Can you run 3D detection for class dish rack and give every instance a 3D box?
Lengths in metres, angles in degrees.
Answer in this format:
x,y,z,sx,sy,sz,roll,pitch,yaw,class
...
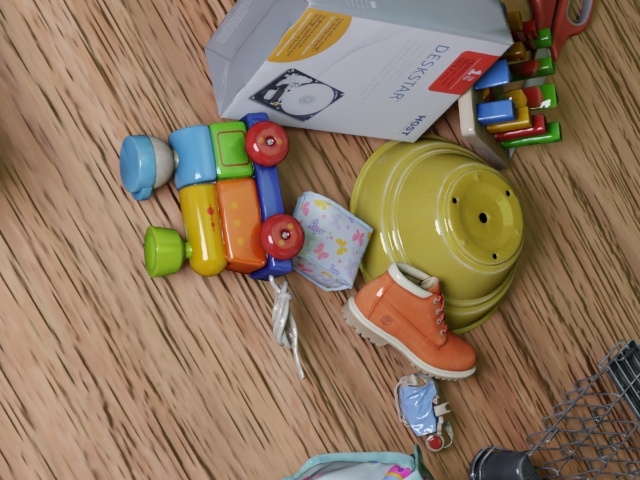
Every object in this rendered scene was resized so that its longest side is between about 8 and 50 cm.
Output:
x,y,z,sx,sy,sz,roll,pitch,yaw,class
0.303,0.244,1.525,0.271,0.074,0.208,-40,102,-35,dish rack

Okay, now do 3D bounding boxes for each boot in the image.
x,y,z,sx,sy,sz,roll,pitch,yaw,class
0.107,0.080,1.417,0.158,0.084,0.059,30,23,-25,boot

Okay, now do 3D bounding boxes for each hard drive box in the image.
x,y,z,sx,sy,sz,roll,pitch,yaw,class
0.035,-0.189,1.373,0.232,0.181,0.089,4,58,-32,hard drive box

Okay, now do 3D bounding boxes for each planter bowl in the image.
x,y,z,sx,sy,sz,roll,pitch,yaw,class
0.143,-0.015,1.467,0.217,0.090,0.217,8,75,-31,planter bowl

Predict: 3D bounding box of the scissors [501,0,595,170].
x,y,z,sx,sy,sz,roll,pitch,yaw,class
0.261,-0.204,1.630,0.109,0.021,0.297,18,69,-28,scissors

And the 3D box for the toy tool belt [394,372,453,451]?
x,y,z,sx,sy,sz,roll,pitch,yaw,class
0.103,0.171,1.417,0.052,0.051,0.083,-18,87,2,toy tool belt

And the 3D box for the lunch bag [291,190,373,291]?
x,y,z,sx,sy,sz,roll,pitch,yaw,class
0.000,0.000,1.394,0.083,0.053,0.071,34,65,-33,lunch bag

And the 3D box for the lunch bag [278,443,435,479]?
x,y,z,sx,sy,sz,roll,pitch,yaw,class
0.055,0.300,1.232,0.160,0.262,0.223,-26,93,-34,lunch bag

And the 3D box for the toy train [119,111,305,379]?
x,y,z,sx,sy,sz,roll,pitch,yaw,class
-0.096,0.013,1.305,0.143,0.105,0.248,-6,82,-23,toy train

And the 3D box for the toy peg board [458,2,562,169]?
x,y,z,sx,sy,sz,roll,pitch,yaw,class
0.198,-0.173,1.496,0.160,0.079,0.161,28,56,-68,toy peg board
